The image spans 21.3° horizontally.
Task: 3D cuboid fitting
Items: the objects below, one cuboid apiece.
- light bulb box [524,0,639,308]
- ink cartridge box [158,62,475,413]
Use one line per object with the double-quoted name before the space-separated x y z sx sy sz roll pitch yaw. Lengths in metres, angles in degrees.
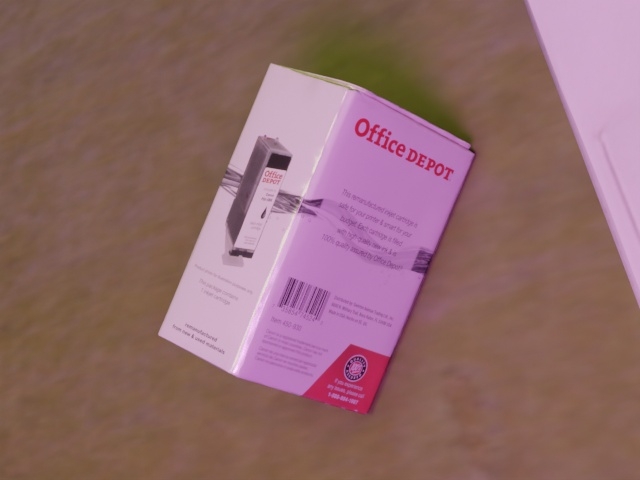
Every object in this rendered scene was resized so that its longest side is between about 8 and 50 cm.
"light bulb box" 0.301 -0.025 0.355 0.358 0.361 0.225 -33 57 31
"ink cartridge box" 0.000 0.000 0.772 0.056 0.099 0.135 23 90 42
